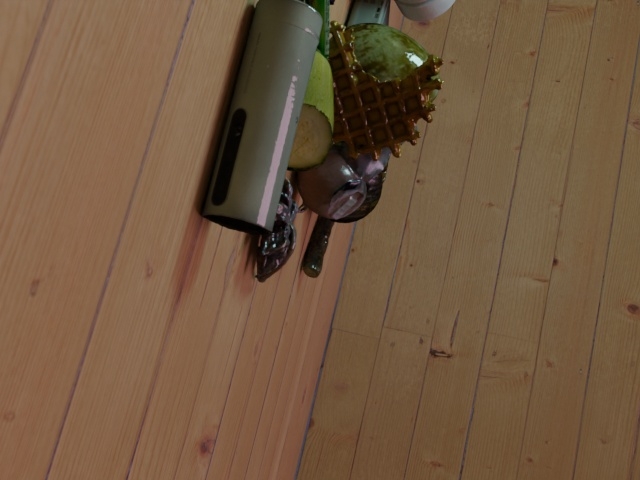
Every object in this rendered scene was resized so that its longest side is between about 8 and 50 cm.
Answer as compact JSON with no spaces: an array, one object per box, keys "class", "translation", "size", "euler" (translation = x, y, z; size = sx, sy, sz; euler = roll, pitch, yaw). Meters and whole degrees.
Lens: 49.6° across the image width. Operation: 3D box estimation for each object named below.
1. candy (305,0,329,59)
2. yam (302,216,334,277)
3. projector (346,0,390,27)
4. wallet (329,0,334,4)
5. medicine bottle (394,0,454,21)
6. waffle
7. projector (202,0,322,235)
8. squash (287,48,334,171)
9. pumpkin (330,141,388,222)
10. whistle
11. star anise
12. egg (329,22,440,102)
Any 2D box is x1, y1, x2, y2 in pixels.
[{"class":"candy","translation":[-0.007,-0.428,1.335],"size":[0.178,0.032,0.102],"euler":[92,-20,-48]},{"class":"yam","translation":[0.000,0.000,2.135],"size":[0.061,0.061,0.274],"euler":[94,10,-48]},{"class":"projector","translation":[0.129,-0.572,2.002],"size":[0.250,0.108,0.198],"euler":[86,17,-60]},{"class":"wallet","translation":[0.032,-0.600,1.499],"size":[0.111,0.030,0.166],"euler":[-50,151,-73]},{"class":"medicine bottle","translation":[0.248,-0.764,1.857],"size":[0.332,0.190,0.190],"euler":[47,53,-56]},{"class":"waffle","translation":[0.098,-0.302,1.457],"size":[0.069,0.293,0.259],"euler":[-59,172,-70]},{"class":"projector","translation":[-0.083,-0.181,1.018],"size":[0.108,0.108,0.337],"euler":[58,45,-80]},{"class":"squash","translation":[-0.020,-0.276,1.263],"size":[0.137,0.137,0.287],"euler":[89,12,-60]},{"class":"pumpkin","translation":[0.094,-0.214,1.974],"size":[0.320,0.192,0.320],"euler":[11,90,-81]},{"class":"whistle","translation":[0.072,-0.183,1.643],"size":[0.348,0.189,0.189],"euler":[-38,-178,13]},{"class":"star anise","translation":[-0.086,-0.018,1.370],"size":[0.230,0.081,0.262],"euler":[-86,-178,-60]},{"class":"egg","translation":[0.130,-0.373,1.592],"size":[0.238,0.289,0.238],"euler":[10,90,-85]}]
